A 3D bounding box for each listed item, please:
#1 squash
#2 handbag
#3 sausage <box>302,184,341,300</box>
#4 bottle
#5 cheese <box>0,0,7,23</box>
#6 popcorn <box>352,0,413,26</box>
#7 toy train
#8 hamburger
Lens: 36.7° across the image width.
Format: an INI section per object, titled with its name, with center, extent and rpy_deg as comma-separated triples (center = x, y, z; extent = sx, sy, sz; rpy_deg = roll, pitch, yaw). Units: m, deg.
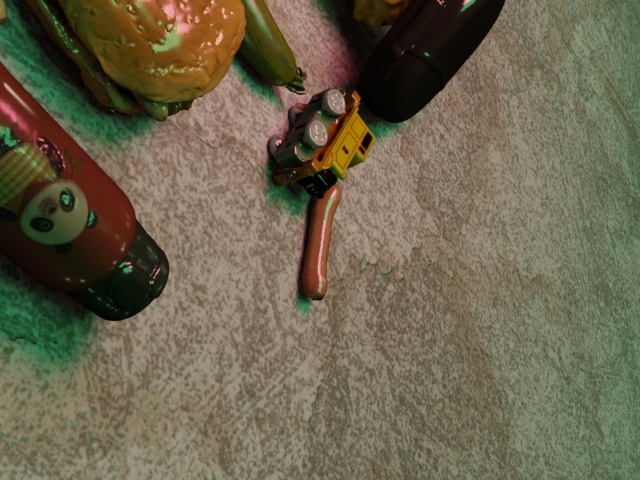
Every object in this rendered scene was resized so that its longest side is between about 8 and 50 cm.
[squash]
center = -0.113, -0.332, 1.366
extent = 0.318, 0.071, 0.080
rpy_deg = 60, 2, -19
[handbag]
center = 0.184, -0.324, 1.571
extent = 0.093, 0.308, 0.254
rpy_deg = 41, 9, 10
[sausage]
center = 0.000, 0.000, 1.444
extent = 0.043, 0.043, 0.186
rpy_deg = 32, 58, -43
[bottle]
center = -0.291, -0.046, 1.010
extent = 0.336, 0.144, 0.144
rpy_deg = 49, 47, -35
[cheese]
center = -0.404, -0.304, 1.012
extent = 0.097, 0.037, 0.192
rpy_deg = -43, 115, -49
[popcorn]
center = 0.100, -0.497, 1.555
extent = 0.250, 0.235, 0.241
rpy_deg = 40, 69, -24
[toy train]
center = 0.006, -0.143, 1.444
extent = 0.127, 0.089, 0.219
rpy_deg = 49, 47, -24
[hamburger]
center = -0.217, -0.295, 1.167
extent = 0.283, 0.145, 0.259
rpy_deg = 55, 41, -36
